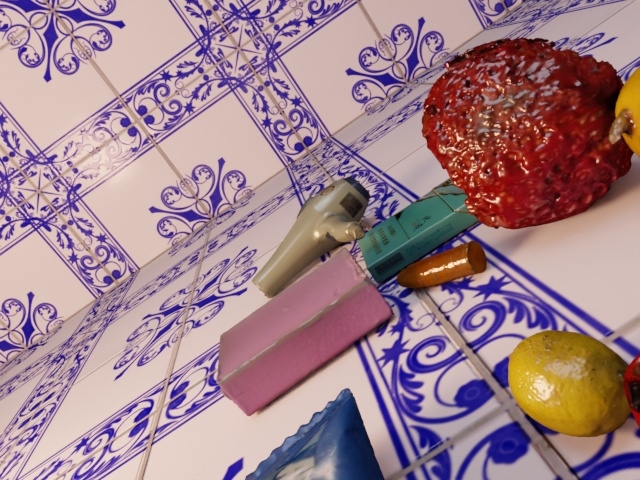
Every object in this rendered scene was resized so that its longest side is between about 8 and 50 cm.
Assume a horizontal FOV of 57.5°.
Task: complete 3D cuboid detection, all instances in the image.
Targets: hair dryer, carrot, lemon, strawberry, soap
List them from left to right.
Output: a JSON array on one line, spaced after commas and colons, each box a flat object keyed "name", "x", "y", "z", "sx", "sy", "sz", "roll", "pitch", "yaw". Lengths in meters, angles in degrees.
[{"name": "soap", "x": -0.031, "y": 0.130, "z": 0.881, "sx": 0.259, "sy": 0.081, "sz": 0.181, "roll": -36, "pitch": 15, "yaw": 0}, {"name": "hair dryer", "x": -0.025, "y": 0.017, "z": 1.135, "sx": 0.296, "sy": 0.119, "sz": 0.298, "roll": -43, "pitch": 12, "yaw": 17}, {"name": "carrot", "x": 0.161, "y": 0.043, "z": 0.815, "sx": 0.139, "sy": 0.048, "sz": 0.048, "roll": -24, "pitch": 19, "yaw": 41}, {"name": "strawberry", "x": 0.282, "y": -0.155, "z": 0.757, "sx": 0.274, "sy": 0.274, "sz": 0.220, "roll": -44, "pitch": -6, "yaw": -27}, {"name": "lemon", "x": 0.198, "y": 0.114, "z": 0.473, "sx": 0.082, "sy": 0.082, "sz": 0.111, "roll": -41, "pitch": 21, "yaw": -20}]

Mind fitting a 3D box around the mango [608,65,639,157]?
[{"name": "mango", "x": 0.447, "y": -0.155, "z": 0.610, "sx": 0.317, "sy": 0.119, "sz": 0.176, "roll": -23, "pitch": 48, "yaw": -8}]

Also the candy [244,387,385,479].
[{"name": "candy", "x": -0.008, "y": 0.245, "z": 0.449, "sx": 0.187, "sy": 0.077, "sz": 0.331, "roll": -41, "pitch": 19, "yaw": -1}]

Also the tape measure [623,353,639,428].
[{"name": "tape measure", "x": 0.298, "y": 0.097, "z": 0.264, "sx": 0.253, "sy": 0.114, "sz": 0.260, "roll": -32, "pitch": 17, "yaw": 14}]

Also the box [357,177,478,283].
[{"name": "box", "x": 0.173, "y": -0.029, "z": 0.990, "sx": 0.229, "sy": 0.041, "sz": 0.162, "roll": -33, "pitch": 16, "yaw": 8}]
